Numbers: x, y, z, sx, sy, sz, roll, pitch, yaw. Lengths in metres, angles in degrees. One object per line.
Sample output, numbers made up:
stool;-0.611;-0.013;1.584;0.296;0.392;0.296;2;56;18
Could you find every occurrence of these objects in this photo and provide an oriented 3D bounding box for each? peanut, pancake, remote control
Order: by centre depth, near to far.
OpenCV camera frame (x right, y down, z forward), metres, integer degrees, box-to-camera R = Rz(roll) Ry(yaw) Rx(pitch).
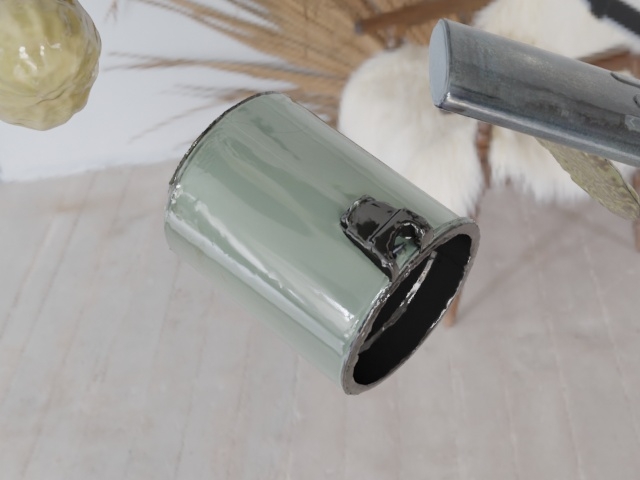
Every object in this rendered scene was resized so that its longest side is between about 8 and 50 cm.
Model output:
remote control;0.270;-0.095;0.894;0.377;0.044;0.107;15;47;-11
peanut;-0.247;-0.163;0.928;0.111;0.125;0.274;-18;21;-10
pancake;0.405;-0.113;1.658;0.029;0.235;0.212;-44;30;-2

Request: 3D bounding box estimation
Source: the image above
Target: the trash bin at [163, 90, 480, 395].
trash bin;0.000;0.000;1.144;0.262;0.277;0.217;37;67;22
